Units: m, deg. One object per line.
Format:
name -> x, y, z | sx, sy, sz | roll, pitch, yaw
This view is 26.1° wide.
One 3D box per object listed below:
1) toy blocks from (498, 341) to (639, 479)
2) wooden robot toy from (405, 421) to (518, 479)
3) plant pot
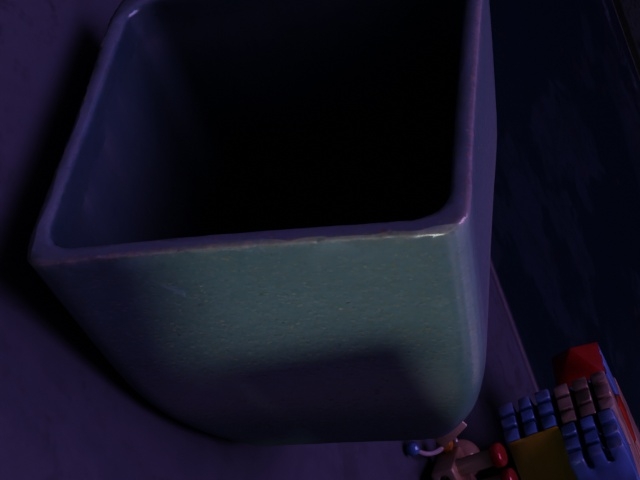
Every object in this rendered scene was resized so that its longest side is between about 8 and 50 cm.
toy blocks -> 0.252, 0.239, 1.242 | 0.381, 0.190, 0.261 | -92, 157, -56
wooden robot toy -> 0.135, 0.203, 1.199 | 0.173, 0.076, 0.079 | 65, 16, -14
plant pot -> 0.000, 0.000, 0.886 | 0.252, 0.247, 0.248 | 70, 21, -43
